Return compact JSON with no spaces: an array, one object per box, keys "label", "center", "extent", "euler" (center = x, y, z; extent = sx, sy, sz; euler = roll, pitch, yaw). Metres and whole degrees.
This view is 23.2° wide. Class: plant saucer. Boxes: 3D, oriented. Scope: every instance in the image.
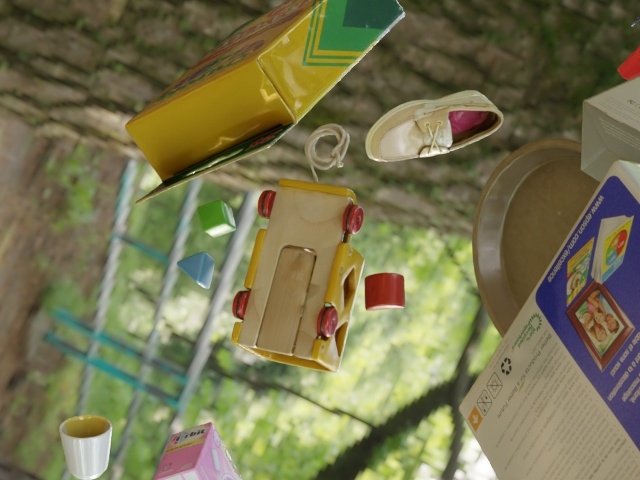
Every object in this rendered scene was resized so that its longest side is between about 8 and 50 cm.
[{"label":"plant saucer","center":[0.281,0.021,1.750],"extent":[0.041,0.278,0.278],"euler":[-12,139,-39]}]

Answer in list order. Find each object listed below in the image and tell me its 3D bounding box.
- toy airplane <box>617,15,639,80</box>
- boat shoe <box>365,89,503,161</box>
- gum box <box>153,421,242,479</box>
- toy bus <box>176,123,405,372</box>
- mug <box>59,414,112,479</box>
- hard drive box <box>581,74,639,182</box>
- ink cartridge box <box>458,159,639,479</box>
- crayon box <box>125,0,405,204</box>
[{"label":"toy airplane","center":[0.453,-0.234,1.969],"extent":[0.151,0.151,0.028],"euler":[-63,172,-12]},{"label":"boat shoe","center":[0.132,-0.127,1.773],"extent":[0.170,0.059,0.063],"euler":[-22,122,-23]},{"label":"gum box","center":[-0.134,0.341,1.984],"extent":[0.062,0.188,0.107],"euler":[-19,-159,17]},{"label":"toy bus","center":[-0.010,0.026,1.479],"extent":[0.202,0.191,0.104],"euler":[-33,158,6]},{"label":"mug","center":[-0.277,0.248,1.877],"extent":[0.078,0.062,0.064],"euler":[-43,137,-62]},{"label":"hard drive box","center":[0.408,-0.109,1.566],"extent":[0.232,0.181,0.089],"euler":[-24,130,-24]},{"label":"ink cartridge box","center":[0.261,0.144,1.298],"extent":[0.303,0.072,0.307],"euler":[-61,-141,30]},{"label":"crayon box","center":[-0.065,-0.170,1.636],"extent":[0.202,0.081,0.318],"euler":[-21,-161,38]}]
